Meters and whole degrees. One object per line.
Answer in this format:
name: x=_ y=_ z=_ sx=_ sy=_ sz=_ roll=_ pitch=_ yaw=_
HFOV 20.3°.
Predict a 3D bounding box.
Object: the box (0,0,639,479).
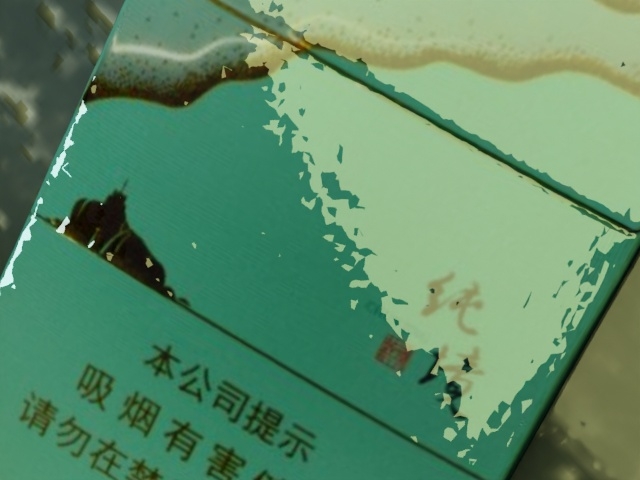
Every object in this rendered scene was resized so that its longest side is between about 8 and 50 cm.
box: x=0.000 y=0.000 z=0.513 sx=0.162 sy=0.041 sz=0.229 roll=30 pitch=106 yaw=10
